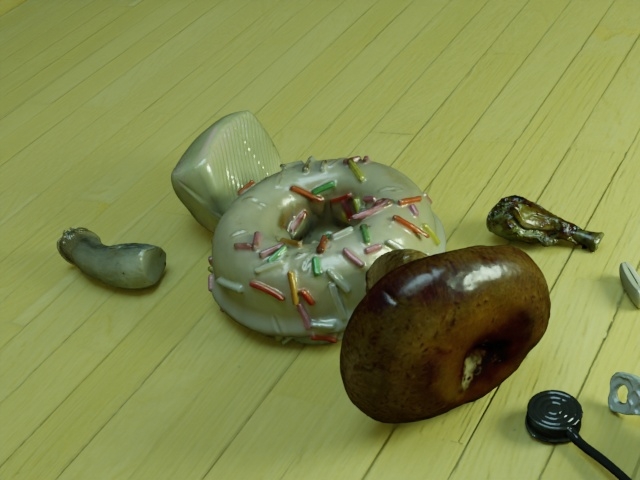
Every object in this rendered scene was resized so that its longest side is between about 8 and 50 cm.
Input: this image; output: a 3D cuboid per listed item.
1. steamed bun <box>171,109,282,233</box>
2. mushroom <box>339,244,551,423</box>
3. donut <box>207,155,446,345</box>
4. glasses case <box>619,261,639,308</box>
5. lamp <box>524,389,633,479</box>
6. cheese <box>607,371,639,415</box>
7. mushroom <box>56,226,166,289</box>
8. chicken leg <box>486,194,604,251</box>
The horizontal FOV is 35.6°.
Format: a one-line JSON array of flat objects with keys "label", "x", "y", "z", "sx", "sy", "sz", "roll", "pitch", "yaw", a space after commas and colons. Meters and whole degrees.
[{"label": "steamed bun", "x": -0.179, "y": -0.113, "z": 1.767, "sx": 0.153, "sy": 0.170, "sz": 0.238, "roll": -21, "pitch": 22, "yaw": 36}, {"label": "mushroom", "x": 0.129, "y": 0.099, "z": 1.227, "sx": 0.254, "sy": 0.267, "sz": 0.267, "roll": 27, "pitch": 49, "yaw": 22}, {"label": "donut", "x": 0.000, "y": 0.000, "z": 1.536, "sx": 0.383, "sy": 0.142, "sz": 0.382, "roll": -11, "pitch": 34, "yaw": 8}, {"label": "glasses case", "x": 0.429, "y": 0.061, "z": 1.369, "sx": 0.021, "sy": 0.032, "sz": 0.083, "roll": -10, "pitch": 33, "yaw": 1}, {"label": "lamp", "x": 0.336, "y": 0.248, "z": 1.056, "sx": 0.130, "sy": 0.108, "sz": 0.371, "roll": -14, "pitch": 32, "yaw": -5}, {"label": "cheese", "x": 0.423, "y": 0.172, "z": 1.098, "sx": 0.071, "sy": 0.163, "sz": 0.249, "roll": 7, "pitch": 20, "yaw": -30}, {"label": "mushroom", "x": -0.362, "y": 0.030, "z": 1.695, "sx": 0.223, "sy": 0.081, "sz": 0.092, "roll": 9, "pitch": 58, "yaw": 35}, {"label": "chicken leg", "x": 0.335, "y": -0.018, "z": 1.501, "sx": 0.178, "sy": 0.070, "sz": 0.093, "roll": 19, "pitch": 19, "yaw": 24}]
